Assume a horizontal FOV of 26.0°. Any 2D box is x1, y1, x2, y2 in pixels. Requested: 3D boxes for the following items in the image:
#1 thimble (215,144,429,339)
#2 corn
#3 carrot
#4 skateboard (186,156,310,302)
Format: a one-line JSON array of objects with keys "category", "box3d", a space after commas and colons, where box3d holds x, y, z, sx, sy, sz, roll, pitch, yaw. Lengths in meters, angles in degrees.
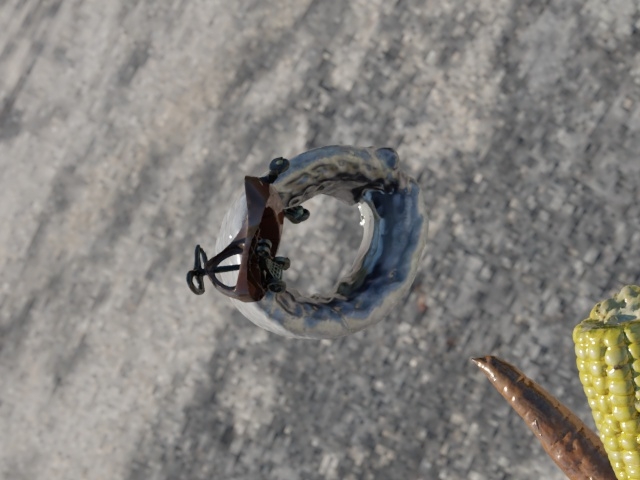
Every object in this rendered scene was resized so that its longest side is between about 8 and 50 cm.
[{"category": "thimble", "box3d": [0.000, 0.000, 1.616, 0.245, 0.217, 0.157, -44, 9, -13]}, {"category": "corn", "box3d": [0.172, 0.117, 0.612, 0.067, 0.206, 0.067, -26, 9, 4]}, {"category": "carrot", "box3d": [0.218, 0.173, 1.201, 0.057, 0.224, 0.057, -42, -14, -13]}, {"category": "skateboard", "box3d": [-0.065, -0.002, 1.196, 0.080, 0.067, 0.151, -8, 38, 18]}]
